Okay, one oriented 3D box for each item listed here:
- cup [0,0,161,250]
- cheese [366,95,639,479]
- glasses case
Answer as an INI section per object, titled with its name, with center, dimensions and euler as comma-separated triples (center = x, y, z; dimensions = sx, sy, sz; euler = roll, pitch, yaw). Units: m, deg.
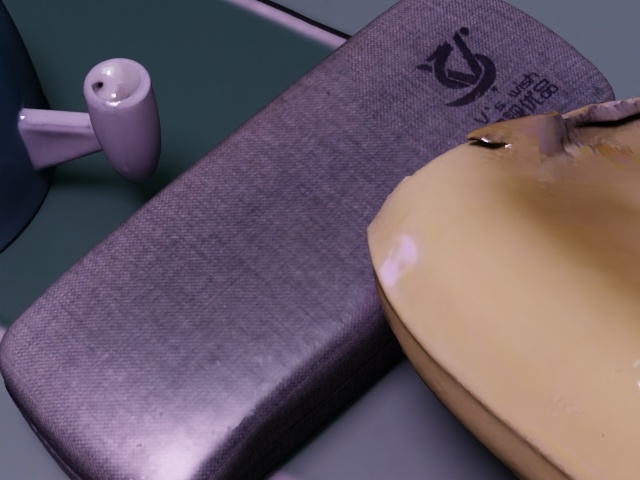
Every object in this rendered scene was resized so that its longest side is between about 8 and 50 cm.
[cup]
center = -0.225, -0.086, 0.635
dimensions = 0.299, 0.173, 0.168
euler = 9, 60, 8
[cheese]
center = 0.194, 0.057, 0.518
dimensions = 0.259, 0.128, 0.316
euler = -24, 47, -31
[glasses case]
center = 0.000, 0.000, 0.627
dimensions = 0.131, 0.074, 0.323
euler = 39, 67, 22
